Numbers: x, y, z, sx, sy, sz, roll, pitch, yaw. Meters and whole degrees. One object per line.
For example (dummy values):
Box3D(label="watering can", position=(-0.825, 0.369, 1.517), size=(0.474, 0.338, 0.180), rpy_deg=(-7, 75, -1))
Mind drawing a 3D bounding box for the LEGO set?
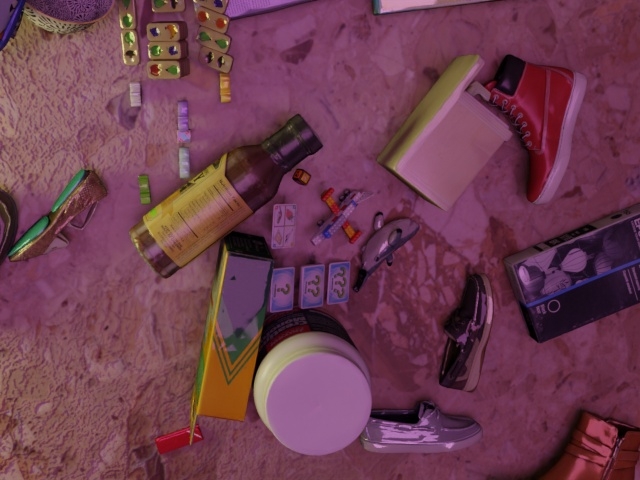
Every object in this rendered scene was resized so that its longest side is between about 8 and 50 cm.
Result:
Box3D(label="LEGO set", position=(0.000, 0.000, 1.616), size=(0.182, 0.060, 0.244), rpy_deg=(-4, 101, -39))

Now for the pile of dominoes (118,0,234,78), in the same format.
Box3D(label="pile of dominoes", position=(-0.242, -0.386, 1.507), size=(0.196, 0.040, 0.251), rpy_deg=(3, 108, 16))

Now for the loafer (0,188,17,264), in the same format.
Box3D(label="loafer", position=(-0.573, 0.032, 1.562), size=(0.094, 0.087, 0.251), rpy_deg=(20, 97, -11))

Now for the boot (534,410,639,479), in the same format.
Box3D(label="boot", position=(0.467, 0.427, 1.767), size=(0.283, 0.109, 0.220), rpy_deg=(14, 99, -12))

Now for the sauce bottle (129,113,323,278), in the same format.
Box3D(label="sauce bottle", position=(-0.151, -0.079, 1.559), size=(0.344, 0.111, 0.111), rpy_deg=(-37, 103, -1))

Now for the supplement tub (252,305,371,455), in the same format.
Box3D(label="supplement tub", position=(-0.021, 0.228, 1.580), size=(0.191, 0.272, 0.191), rpy_deg=(-1, 100, -8))

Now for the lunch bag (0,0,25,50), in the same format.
Box3D(label="lunch bag", position=(-0.534, -0.418, 1.397), size=(0.303, 0.115, 0.243), rpy_deg=(27, 95, 31))

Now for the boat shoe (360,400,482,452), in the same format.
Box3D(label="boat shoe", position=(0.186, 0.337, 1.728), size=(0.227, 0.079, 0.081), rpy_deg=(-3, 105, -4))

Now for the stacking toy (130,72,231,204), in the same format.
Box3D(label="stacking toy", position=(-0.229, -0.168, 1.592), size=(0.167, 0.052, 0.221), rpy_deg=(-3, 102, -7))

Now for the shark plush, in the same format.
Box3D(label="shark plush", position=(0.114, 0.028, 1.677), size=(0.067, 0.073, 0.161), rpy_deg=(27, 90, -43))

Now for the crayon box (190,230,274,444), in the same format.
Box3D(label="crayon box", position=(-0.151, 0.161, 1.586), size=(0.083, 0.203, 0.323), rpy_deg=(11, 99, -10))

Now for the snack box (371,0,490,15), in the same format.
Box3D(label="snack box", position=(0.239, -0.492, 1.592), size=(0.322, 0.060, 0.187), rpy_deg=(-8, 101, -6))

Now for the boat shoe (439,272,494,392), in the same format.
Box3D(label="boat shoe", position=(0.259, 0.168, 1.707), size=(0.073, 0.080, 0.224), rpy_deg=(3, 104, -14))

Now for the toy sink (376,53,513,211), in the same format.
Box3D(label="toy sink", position=(0.227, -0.181, 1.602), size=(0.131, 0.153, 0.234), rpy_deg=(37, 93, -13))

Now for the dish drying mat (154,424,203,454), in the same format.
Box3D(label="dish drying mat", position=(-0.255, 0.359, 1.708), size=(0.083, 0.008, 0.032), rpy_deg=(-18, 103, -4))

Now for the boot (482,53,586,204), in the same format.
Box3D(label="boot", position=(0.349, -0.193, 1.652), size=(0.176, 0.088, 0.244), rpy_deg=(12, 90, -9))

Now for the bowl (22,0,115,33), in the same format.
Box3D(label="bowl", position=(-0.419, -0.384, 1.497), size=(0.170, 0.170, 0.080), rpy_deg=(30, 139, -12))

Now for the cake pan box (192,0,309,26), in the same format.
Box3D(label="cake pan box", position=(-0.115, -0.503, 1.538), size=(0.245, 0.070, 0.267), rpy_deg=(-17, 102, -6))

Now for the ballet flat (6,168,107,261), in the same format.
Box3D(label="ballet flat", position=(-0.435, -0.027, 1.583), size=(0.206, 0.073, 0.067), rpy_deg=(-45, 117, 6))

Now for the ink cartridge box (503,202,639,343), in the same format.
Box3D(label="ink cartridge box", position=(0.516, 0.050, 1.731), size=(0.332, 0.065, 0.165), rpy_deg=(-23, 102, -4))
